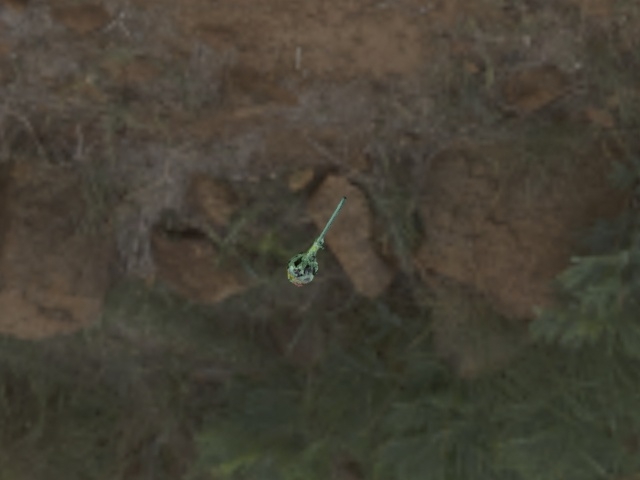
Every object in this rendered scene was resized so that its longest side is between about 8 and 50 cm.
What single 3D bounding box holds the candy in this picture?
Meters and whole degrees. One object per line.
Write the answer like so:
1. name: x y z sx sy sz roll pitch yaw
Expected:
1. candy: 0.000 0.000 1.033 0.025 0.023 0.083 24 115 -19
